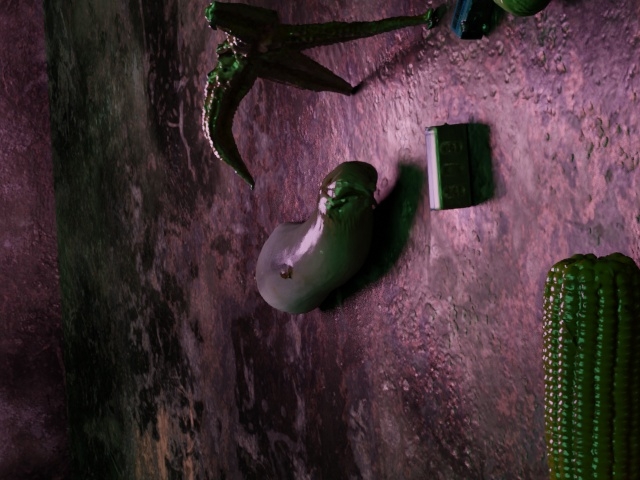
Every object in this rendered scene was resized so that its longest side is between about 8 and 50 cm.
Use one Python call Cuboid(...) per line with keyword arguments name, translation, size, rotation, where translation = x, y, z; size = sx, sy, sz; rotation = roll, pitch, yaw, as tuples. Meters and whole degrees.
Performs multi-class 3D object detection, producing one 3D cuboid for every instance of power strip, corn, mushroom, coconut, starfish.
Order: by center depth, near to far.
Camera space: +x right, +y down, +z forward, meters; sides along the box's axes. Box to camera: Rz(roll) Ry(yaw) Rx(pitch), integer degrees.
Cuboid(name="corn", translation=(0.324, 0.186, 1.422), size=(0.131, 0.131, 0.344), rotation=(13, 107, 60))
Cuboid(name="coconut", translation=(0.250, -0.321, 1.492), size=(0.096, 0.088, 0.088), rotation=(-135, 46, -57))
Cuboid(name="power strip", translation=(0.180, -0.104, 1.700), size=(0.032, 0.056, 0.123), rotation=(2, 98, 61))
Cuboid(name="starfish", translation=(-0.049, -0.243, 1.749), size=(0.132, 0.384, 0.398), rotation=(66, 149, 25))
Cuboid(name="mushroom", translation=(0.000, 0.000, 1.994), size=(0.397, 0.126, 0.177), rotation=(143, 124, -62))

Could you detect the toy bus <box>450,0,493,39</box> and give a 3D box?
Cuboid(name="toy bus", translation=(0.205, -0.313, 1.623), size=(0.046, 0.038, 0.083), rotation=(55, 141, 46))
